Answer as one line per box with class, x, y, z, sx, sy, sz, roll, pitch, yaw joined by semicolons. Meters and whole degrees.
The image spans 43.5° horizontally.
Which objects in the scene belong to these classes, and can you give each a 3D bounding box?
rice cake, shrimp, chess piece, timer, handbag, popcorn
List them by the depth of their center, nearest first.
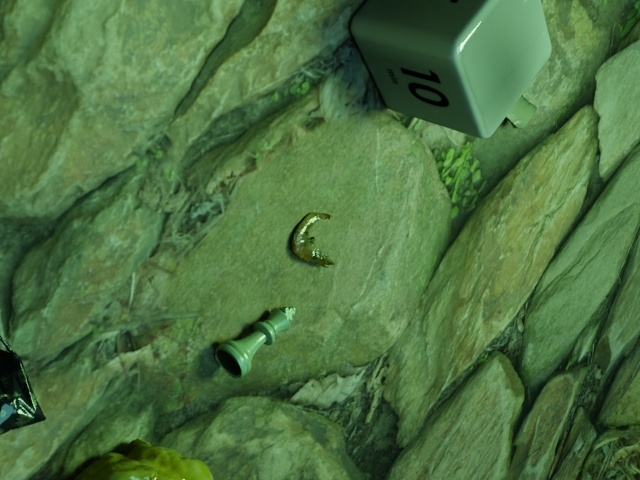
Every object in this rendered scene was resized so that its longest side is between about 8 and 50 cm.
handbag;-0.365;0.136;0.859;0.072;0.115;0.139;-22;108;-40
popcorn;-0.231;0.364;1.051;0.203;0.200;0.226;-27;130;-30
timer;0.193;-0.293;1.169;0.194;0.195;0.192;-51;140;-14
chess piece;-0.087;0.143;1.206;0.149;0.059;0.059;-36;134;-36
shrimp;0.000;0.000;1.250;0.114;0.023;0.083;34;81;-48
rice cake;0.315;-0.267;1.433;0.057;0.052;0.256;-38;148;22
